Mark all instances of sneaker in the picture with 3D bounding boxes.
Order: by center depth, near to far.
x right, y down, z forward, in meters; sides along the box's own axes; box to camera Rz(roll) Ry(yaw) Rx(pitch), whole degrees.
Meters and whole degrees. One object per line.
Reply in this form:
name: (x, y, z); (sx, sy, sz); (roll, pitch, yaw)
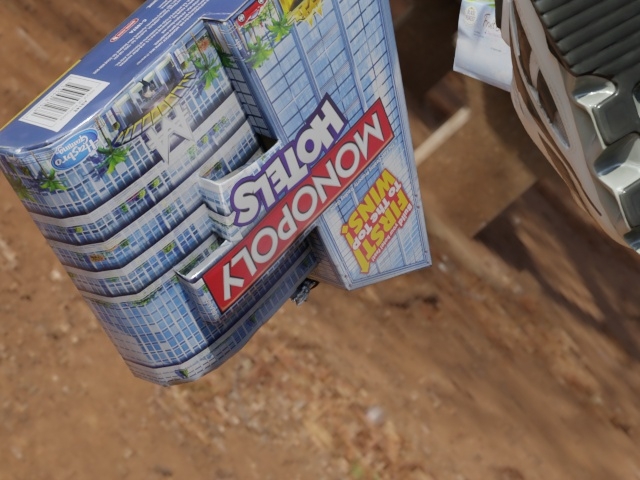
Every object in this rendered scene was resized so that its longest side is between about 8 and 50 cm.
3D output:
sneaker: (0.161, -0.141, 0.818); (0.146, 0.122, 0.331); (33, -35, 63)

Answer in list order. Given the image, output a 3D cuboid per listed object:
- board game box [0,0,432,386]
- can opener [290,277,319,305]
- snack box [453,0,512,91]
board game box: (-0.024, -0.028, 0.589); (0.060, 0.194, 0.194); (17, -35, 41)
can opener: (0.000, 0.000, 1.138); (0.073, 0.186, 0.059); (50, 39, -3)
snack box: (0.237, -0.151, 1.036); (0.207, 0.070, 0.174); (-1, 16, -18)
